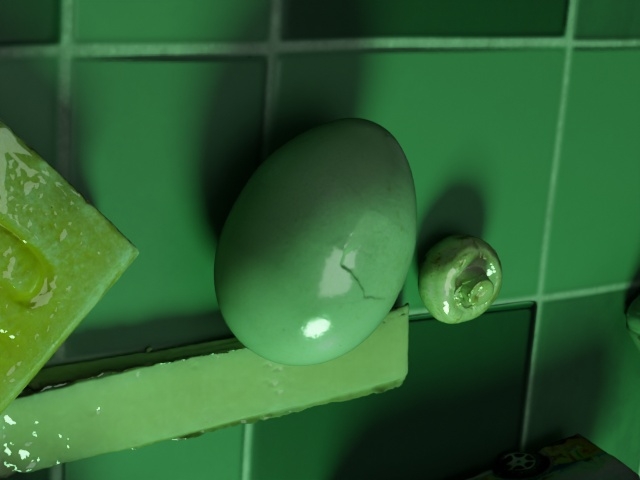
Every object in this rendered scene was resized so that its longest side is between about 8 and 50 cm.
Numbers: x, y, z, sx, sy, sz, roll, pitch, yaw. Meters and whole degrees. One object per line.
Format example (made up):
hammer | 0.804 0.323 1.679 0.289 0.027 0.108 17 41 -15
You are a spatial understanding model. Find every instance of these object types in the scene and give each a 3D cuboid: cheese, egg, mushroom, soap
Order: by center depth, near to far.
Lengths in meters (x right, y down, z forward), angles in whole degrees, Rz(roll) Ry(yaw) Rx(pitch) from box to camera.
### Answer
soap | -0.279 0.054 0.983 0.274 0.089 0.173 -51 125 -11
egg | 0.000 0.000 1.110 0.151 0.151 0.209 27 89 -36
cheese | -0.089 0.121 1.166 0.400 0.034 0.085 -9 114 -31
mushroom | 0.129 0.037 1.259 0.084 0.067 0.083 -14 119 -27

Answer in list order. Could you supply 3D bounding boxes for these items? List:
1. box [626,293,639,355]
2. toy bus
box | 0.450 0.124 1.364 0.175 0.312 0.182 -41 114 -16
toy bus | 0.161 0.288 1.319 0.317 0.138 0.112 -16 112 -31
